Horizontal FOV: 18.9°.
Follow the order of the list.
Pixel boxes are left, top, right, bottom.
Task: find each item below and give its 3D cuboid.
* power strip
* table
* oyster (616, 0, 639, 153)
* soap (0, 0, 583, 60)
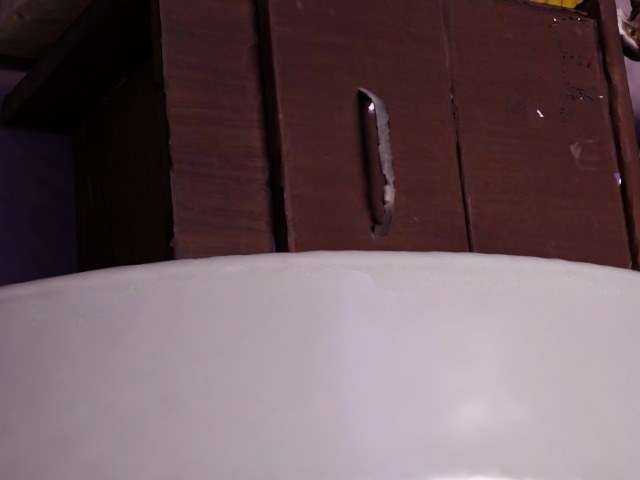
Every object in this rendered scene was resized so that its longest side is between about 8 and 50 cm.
[{"bbox_3d":[-0.015,0.126,0.585,0.357,0.357,0.161,5,69,-29],"label":"power strip"},{"bbox_3d":[0.000,0.000,0.733,0.193,0.172,0.169,6,67,-28],"label":"table"},{"bbox_3d":[0.162,0.005,0.828,0.214,0.083,0.223,38,52,-64],"label":"oyster"},{"bbox_3d":[0.058,-0.178,0.763,0.338,0.304,0.169,1,73,-30],"label":"soap"}]
